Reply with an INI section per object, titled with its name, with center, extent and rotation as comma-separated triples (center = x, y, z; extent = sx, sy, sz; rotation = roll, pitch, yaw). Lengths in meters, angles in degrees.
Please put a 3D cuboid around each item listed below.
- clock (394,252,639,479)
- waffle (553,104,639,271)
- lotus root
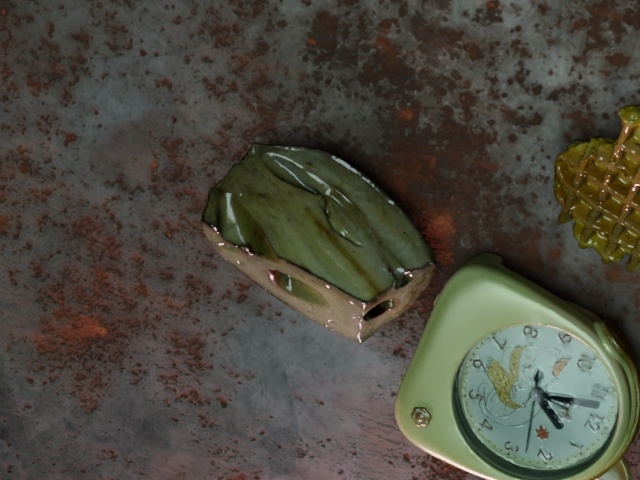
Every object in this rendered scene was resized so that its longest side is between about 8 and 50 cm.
[clock]
center = 0.297, 0.204, 1.852
extent = 0.348, 0.117, 0.286
rotation = 26, 110, 10
[waffle]
center = 0.396, -0.065, 1.727
extent = 0.253, 0.056, 0.249
rotation = 9, 129, 46
[lotus root]
center = -0.002, 0.003, 1.903
extent = 0.314, 0.142, 0.210
rotation = 41, 75, 10
